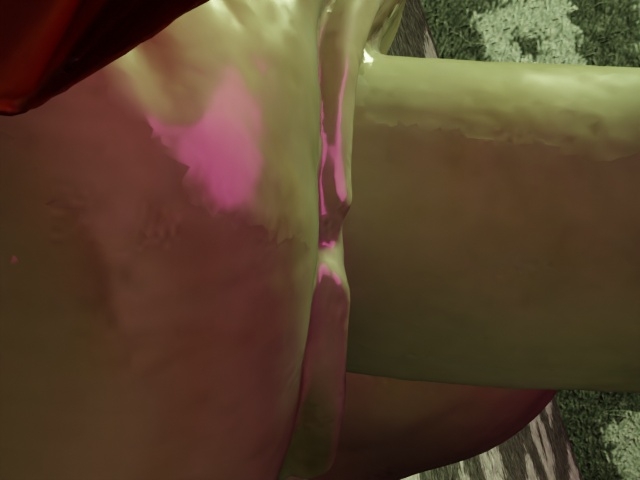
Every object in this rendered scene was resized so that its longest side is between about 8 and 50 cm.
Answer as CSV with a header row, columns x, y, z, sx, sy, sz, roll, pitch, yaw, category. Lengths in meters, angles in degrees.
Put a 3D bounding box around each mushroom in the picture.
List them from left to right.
x,y,z,sx,sy,sz,roll,pitch,yaw,category
-0.015,-0.010,0.536,0.314,0.336,0.314,5,90,-86,mushroom

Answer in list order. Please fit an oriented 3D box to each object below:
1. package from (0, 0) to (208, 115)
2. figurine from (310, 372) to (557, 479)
x,y,z,sx,sy,sz,roll,pitch,yaw,category
-0.175,-0.182,0.303,0.423,0.123,0.196,24,38,-24,package
-0.041,0.034,0.792,0.211,0.261,0.270,40,24,-16,figurine
